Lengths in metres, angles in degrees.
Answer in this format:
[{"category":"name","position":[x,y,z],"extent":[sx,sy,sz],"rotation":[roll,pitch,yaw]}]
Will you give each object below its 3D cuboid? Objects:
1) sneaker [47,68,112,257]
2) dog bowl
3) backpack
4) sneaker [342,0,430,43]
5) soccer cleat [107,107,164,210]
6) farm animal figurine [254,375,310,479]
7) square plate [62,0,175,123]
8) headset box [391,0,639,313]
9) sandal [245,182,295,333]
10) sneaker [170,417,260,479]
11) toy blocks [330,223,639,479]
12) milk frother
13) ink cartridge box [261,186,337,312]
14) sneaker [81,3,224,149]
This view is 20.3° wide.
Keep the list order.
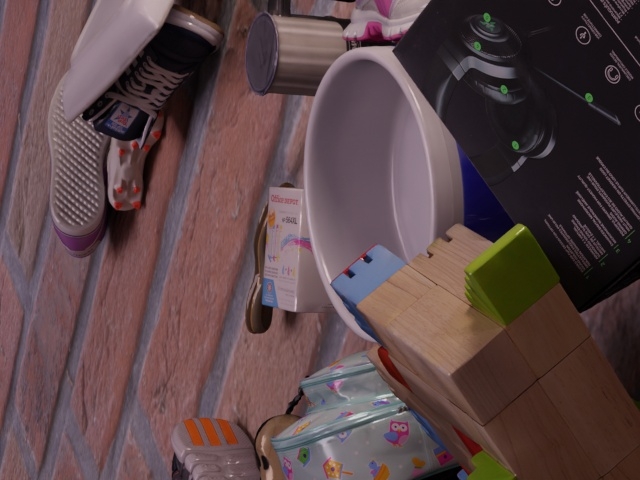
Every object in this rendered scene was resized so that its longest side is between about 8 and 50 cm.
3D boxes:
[{"category":"sneaker","position":[-0.344,-0.112,2.581],"extent":[0.161,0.102,0.282],"rotation":[97,180,-67]},{"category":"dog bowl","position":[0.084,-0.044,1.605],"extent":[0.265,0.104,0.265],"rotation":[175,90,-65]},{"category":"backpack","position":[0.052,0.166,1.549],"extent":[0.166,0.188,0.144],"rotation":[-22,93,63]},{"category":"sneaker","position":[0.093,-0.237,1.638],"extent":[0.252,0.103,0.111],"rotation":[-166,78,-64]},{"category":"soccer cleat","position":[-0.261,-0.130,2.440],"extent":[0.076,0.068,0.196],"rotation":[-113,32,-48]},{"category":"farm animal figurine","position":[-0.050,0.347,1.727],"extent":[0.330,0.172,0.326],"rotation":[-75,-16,-62]},{"category":"square plate","position":[-0.208,-0.342,2.193],"extent":[0.347,0.049,0.344],"rotation":[-31,35,60]},{"category":"headset box","position":[0.210,-0.120,1.239],"extent":[0.246,0.131,0.283],"rotation":[55,144,12]},{"category":"sandal","position":[-0.044,0.022,1.964],"extent":[0.072,0.049,0.180],"rotation":[-33,-45,-66]},{"category":"sneaker","position":[-0.106,0.351,2.024],"extent":[0.321,0.125,0.180],"rotation":[-115,31,-63]},{"category":"toy blocks","position":[0.138,0.122,1.312],"extent":[0.381,0.191,0.261],"rotation":[55,171,-28]},{"category":"milk frother","position":[-0.014,-0.191,1.826],"extent":[0.143,0.135,0.129],"rotation":[135,133,-56]},{"category":"ink cartridge box","position":[0.000,0.000,1.832],"extent":[0.092,0.090,0.143],"rotation":[-172,84,-65]},{"category":"sneaker","position":[-0.215,-0.203,2.247],"extent":[0.153,0.099,0.282],"rotation":[-67,20,-12]}]
